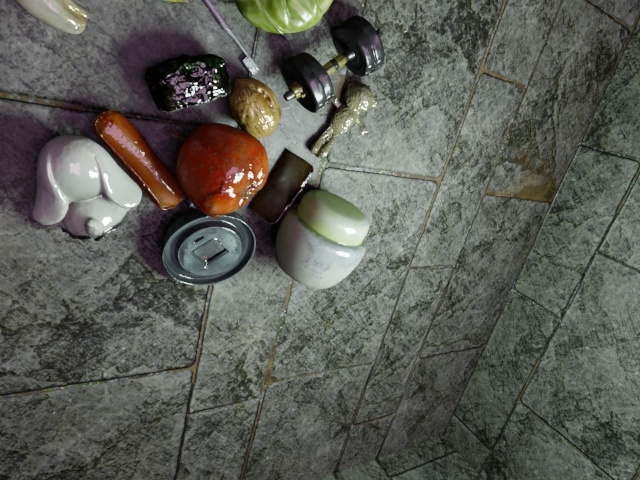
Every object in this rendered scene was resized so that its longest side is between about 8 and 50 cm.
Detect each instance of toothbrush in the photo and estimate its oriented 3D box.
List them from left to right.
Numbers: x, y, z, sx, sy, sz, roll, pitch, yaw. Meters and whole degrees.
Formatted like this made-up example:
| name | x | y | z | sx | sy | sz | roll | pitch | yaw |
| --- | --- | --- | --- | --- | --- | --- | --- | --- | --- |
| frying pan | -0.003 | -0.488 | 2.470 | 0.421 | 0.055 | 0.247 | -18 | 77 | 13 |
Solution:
| name | x | y | z | sx | sy | sz | roll | pitch | yaw |
| --- | --- | --- | --- | --- | --- | --- | --- | --- | --- |
| toothbrush | -0.286 | -0.617 | 1.204 | 0.029 | 0.024 | 0.354 | -45 | 131 | -6 |

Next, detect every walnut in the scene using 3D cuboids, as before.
| name | x | y | z | sx | sy | sz | roll | pitch | yaw |
| --- | --- | --- | --- | --- | --- | --- | --- | --- | --- |
| walnut | -0.204 | -0.405 | 1.298 | 0.155 | 0.155 | 0.184 | -36 | 126 | -12 |

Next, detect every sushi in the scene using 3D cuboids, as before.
| name | x | y | z | sx | sy | sz | roll | pitch | yaw |
| --- | --- | --- | --- | --- | --- | --- | --- | --- | --- |
| sushi | -0.363 | -0.443 | 1.186 | 0.225 | 0.124 | 0.127 | -23 | 126 | -21 |

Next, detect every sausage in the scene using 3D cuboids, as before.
| name | x | y | z | sx | sy | sz | roll | pitch | yaw |
| --- | --- | --- | --- | --- | --- | --- | --- | --- | --- |
| sausage | -0.514 | -0.227 | 1.229 | 0.102 | 0.102 | 0.330 | -38 | 129 | -10 |

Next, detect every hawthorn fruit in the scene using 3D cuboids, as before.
| name | x | y | z | sx | sy | sz | roll | pitch | yaw |
| --- | --- | --- | --- | --- | --- | --- | --- | --- | --- |
| hawthorn fruit | -0.317 | -0.233 | 1.270 | 0.307 | 0.276 | 0.276 | 42 | 89 | -7 |

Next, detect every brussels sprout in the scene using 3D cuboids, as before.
| name | x | y | z | sx | sy | sz | roll | pitch | yaw |
| --- | --- | --- | --- | --- | --- | --- | --- | --- | --- |
| brussels sprout | -0.091 | -0.708 | 1.144 | 0.328 | 0.247 | 0.327 | -16 | 127 | -23 |

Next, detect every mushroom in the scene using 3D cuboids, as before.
| name | x | y | z | sx | sy | sz | roll | pitch | yaw |
| --- | --- | --- | --- | --- | --- | --- | --- | --- | --- |
| mushroom | -0.657 | -0.611 | 0.921 | 0.122 | 0.095 | 0.351 | -52 | 135 | -21 |

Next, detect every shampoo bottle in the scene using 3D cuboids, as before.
| name | x | y | z | sx | sy | sz | roll | pitch | yaw |
| --- | --- | --- | --- | --- | --- | --- | --- | --- | --- |
| shampoo bottle | 0.000 | 0.000 | 1.551 | 0.323 | 0.322 | 0.317 | 10 | 121 | -37 |

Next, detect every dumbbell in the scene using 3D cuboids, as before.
| name | x | y | z | sx | sy | sz | roll | pitch | yaw |
| --- | --- | --- | --- | --- | --- | --- | --- | --- | --- |
| dumbbell | 0.042 | -0.555 | 1.353 | 0.388 | 0.185 | 0.185 | -38 | 130 | -9 |

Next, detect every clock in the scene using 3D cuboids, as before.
| name | x | y | z | sx | sy | sz | roll | pitch | yaw |
| --- | --- | --- | --- | --- | --- | --- | --- | --- | --- |
| clock | -0.375 | 0.024 | 1.442 | 0.313 | 0.061 | 0.312 | -16 | 135 | -17 |

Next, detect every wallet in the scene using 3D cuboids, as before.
| name | x | y | z | sx | sy | sz | roll | pitch | yaw |
| --- | --- | --- | --- | --- | --- | --- | --- | --- | --- |
| wallet | -0.135 | -0.180 | 1.491 | 0.255 | 0.137 | 0.031 | -55 | 163 | 5 |

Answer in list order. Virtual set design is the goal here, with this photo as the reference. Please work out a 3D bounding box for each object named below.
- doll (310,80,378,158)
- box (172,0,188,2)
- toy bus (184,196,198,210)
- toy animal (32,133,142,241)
| name | x | y | z | sx | sy | sz | roll | pitch | yaw |
| --- | --- | --- | --- | --- | --- | --- | --- | --- | --- |
| doll | 0.084 | -0.421 | 1.522 | 0.203 | 0.091 | 0.285 | 12 | 99 | -3 |
| box | -0.395 | -0.705 | 1.062 | 0.122 | 0.030 | 0.193 | -3 | 119 | -16 |
| toy bus | -0.372 | -0.133 | 1.399 | 0.123 | 0.060 | 0.074 | 12 | 107 | -39 |
| toy animal | -0.644 | -0.129 | 1.146 | 0.249 | 0.174 | 0.289 | -39 | 131 | -10 |
